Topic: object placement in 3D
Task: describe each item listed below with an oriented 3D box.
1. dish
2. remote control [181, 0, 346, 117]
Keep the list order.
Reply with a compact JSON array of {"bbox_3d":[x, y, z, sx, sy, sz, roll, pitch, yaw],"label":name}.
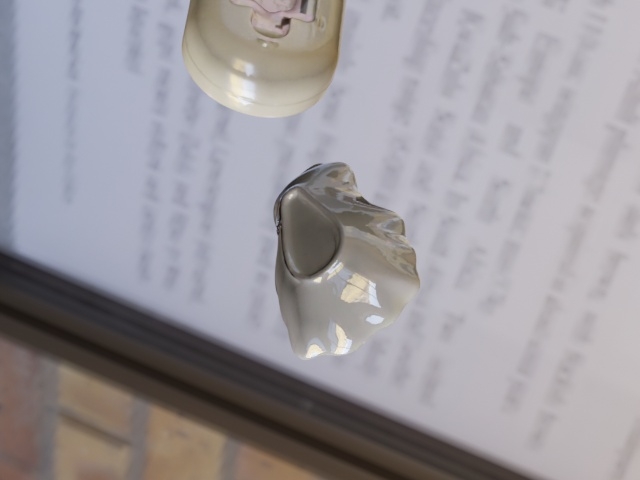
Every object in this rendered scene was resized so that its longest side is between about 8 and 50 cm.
[{"bbox_3d":[0.000,0.000,1.125,0.091,0.137,0.039,-34,138,16],"label":"dish"},{"bbox_3d":[-0.022,-0.152,1.000,0.042,0.078,0.221,111,-11,-50],"label":"remote control"}]
